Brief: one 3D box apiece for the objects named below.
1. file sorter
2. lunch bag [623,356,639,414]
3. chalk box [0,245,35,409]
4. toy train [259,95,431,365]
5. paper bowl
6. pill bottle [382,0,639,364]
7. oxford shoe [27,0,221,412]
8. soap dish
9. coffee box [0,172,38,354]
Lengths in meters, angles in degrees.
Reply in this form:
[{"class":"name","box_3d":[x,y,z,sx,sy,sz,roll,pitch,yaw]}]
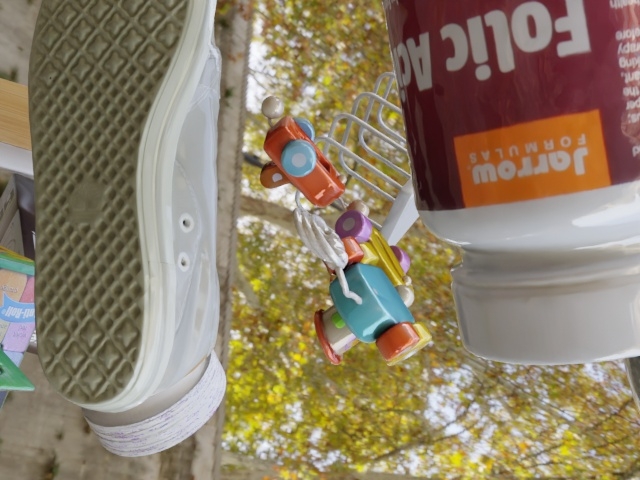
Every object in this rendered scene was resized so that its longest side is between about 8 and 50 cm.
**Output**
[{"class":"file sorter","box_3d":[0.110,-0.133,1.226,0.173,0.193,0.277,34,-126,11]},{"class":"lunch bag","box_3d":[0.493,0.194,0.980,0.213,0.305,0.256,-29,-143,0]},{"class":"chalk box","box_3d":[-0.397,0.070,0.758,0.289,0.180,0.179,19,-95,24]},{"class":"toy train","box_3d":[0.000,0.000,0.401,0.046,0.125,0.166,-37,-157,14]},{"class":"paper bowl","box_3d":[-0.345,0.281,1.584,0.284,0.148,0.284,-15,-150,8]},{"class":"pill bottle","box_3d":[0.170,-0.120,0.601,0.224,0.224,0.392,-6,-83,40]},{"class":"oxford shoe","box_3d":[-0.151,-0.085,0.671,0.169,0.130,0.449,-2,-97,25]},{"class":"soap dish","box_3d":[-0.457,-0.164,1.100,0.229,0.291,0.118,-173,-81,-75]},{"class":"coffee box","box_3d":[-0.369,0.038,1.107,0.119,0.168,0.297,-58,-148,13]}]
